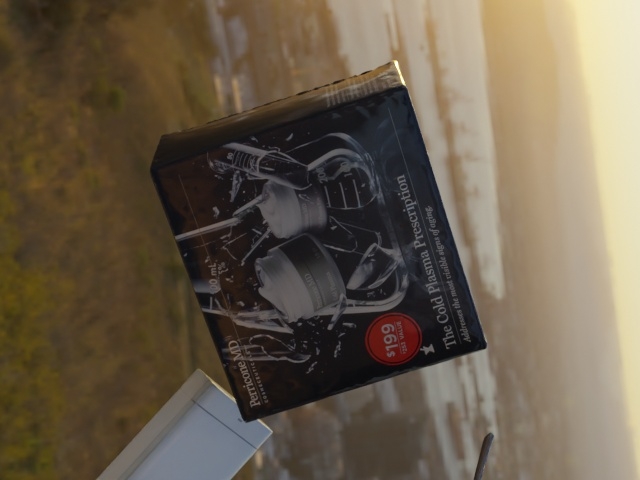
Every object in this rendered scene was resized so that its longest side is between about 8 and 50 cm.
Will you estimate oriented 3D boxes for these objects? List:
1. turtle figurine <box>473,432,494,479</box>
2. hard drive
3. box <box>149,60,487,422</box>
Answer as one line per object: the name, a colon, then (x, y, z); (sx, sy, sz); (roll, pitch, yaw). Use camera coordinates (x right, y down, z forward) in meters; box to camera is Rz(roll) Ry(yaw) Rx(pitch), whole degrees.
turtle figurine: (0.208, 0.375, 1.392); (0.266, 0.198, 0.274); (-46, -134, 46)
hard drive: (-0.230, 0.346, 1.814); (0.047, 0.353, 0.233); (40, -6, 28)
box: (0.000, 0.000, 1.656); (0.179, 0.313, 0.343); (-93, 164, -72)
